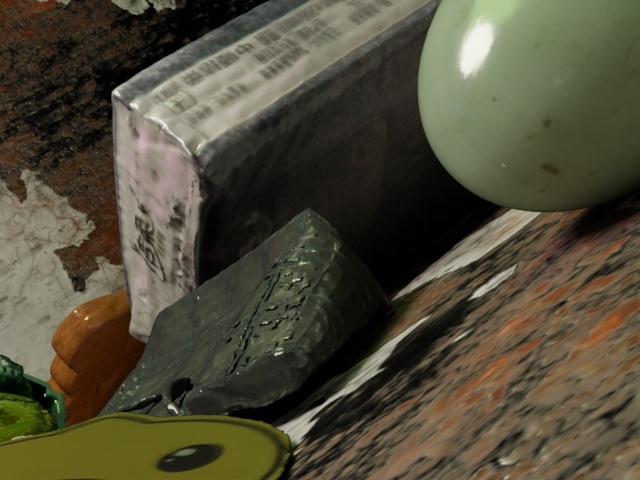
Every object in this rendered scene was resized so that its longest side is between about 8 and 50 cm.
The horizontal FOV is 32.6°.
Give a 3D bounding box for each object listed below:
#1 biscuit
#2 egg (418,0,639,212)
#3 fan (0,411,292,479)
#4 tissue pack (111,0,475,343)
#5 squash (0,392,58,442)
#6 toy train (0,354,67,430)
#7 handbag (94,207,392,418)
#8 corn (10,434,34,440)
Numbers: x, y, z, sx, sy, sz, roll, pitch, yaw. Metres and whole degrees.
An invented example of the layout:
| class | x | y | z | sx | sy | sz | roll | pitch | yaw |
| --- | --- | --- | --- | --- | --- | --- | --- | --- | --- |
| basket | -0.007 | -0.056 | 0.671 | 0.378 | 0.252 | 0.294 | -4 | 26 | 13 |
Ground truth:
| class | x | y | z | sx | sy | sz | roll | pitch | yaw |
| --- | --- | --- | --- | --- | --- | --- | --- | --- | --- |
| biscuit | -0.151 | 0.082 | 1.079 | 0.306 | 0.043 | 0.284 | -36 | -21 | -22 |
| egg | 0.133 | -0.096 | 0.563 | 0.192 | 0.149 | 0.149 | -37 | 3 | -26 |
| fan | -0.129 | 0.120 | 0.458 | 0.230 | 0.011 | 0.335 | -9 | 5 | 5 |
| tissue pack | 0.010 | -0.083 | 0.931 | 0.394 | 0.124 | 0.288 | -36 | -32 | -31 |
| squash | -0.295 | 0.220 | 0.719 | 0.331 | 0.087 | 0.087 | -47 | 1 | 8 |
| toy train | -0.349 | 0.152 | 0.814 | 0.178 | 0.330 | 0.138 | -41 | 42 | 25 |
| handbag | -0.068 | 0.086 | 0.715 | 0.270 | 0.088 | 0.175 | -33 | 10 | 38 |
| corn | -0.156 | 0.155 | 0.560 | 0.079 | 0.079 | 0.237 | -35 | 7 | -6 |
